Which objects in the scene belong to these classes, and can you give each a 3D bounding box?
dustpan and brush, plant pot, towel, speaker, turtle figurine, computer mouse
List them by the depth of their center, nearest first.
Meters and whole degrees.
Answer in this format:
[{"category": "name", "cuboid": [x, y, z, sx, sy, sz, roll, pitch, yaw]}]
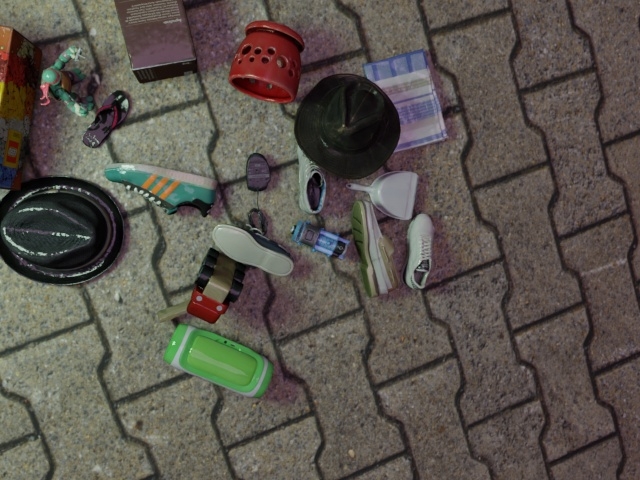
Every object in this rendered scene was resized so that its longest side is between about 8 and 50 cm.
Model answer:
[{"category": "turtle figurine", "cuboid": [-0.634, -0.396, 1.353, 0.118, 0.234, 0.176, -1, 95, -12]}, {"category": "plant pot", "cuboid": [-0.140, -0.488, 1.472, 0.191, 0.191, 0.174, 14, 89, -13]}, {"category": "speaker", "cuboid": [-0.288, 0.345, 1.547, 0.296, 0.131, 0.131, 26, 89, -13]}, {"category": "computer mouse", "cuboid": [-0.182, -0.134, 1.577, 0.071, 0.041, 0.242, -2, 102, -11]}, {"category": "towel", "cuboid": [0.258, -0.417, 1.641, 0.209, 0.034, 0.285, -17, 96, -8]}, {"category": "dustpan and brush", "cuboid": [0.182, -0.150, 1.643, 0.211, 0.060, 0.148, 9, 92, -19]}]

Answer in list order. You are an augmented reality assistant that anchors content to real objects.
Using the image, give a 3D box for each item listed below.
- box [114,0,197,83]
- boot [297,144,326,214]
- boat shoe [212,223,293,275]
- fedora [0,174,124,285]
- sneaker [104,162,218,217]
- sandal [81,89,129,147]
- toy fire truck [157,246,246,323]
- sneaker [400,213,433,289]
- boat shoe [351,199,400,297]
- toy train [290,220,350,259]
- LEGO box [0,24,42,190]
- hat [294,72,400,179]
[{"category": "box", "cuboid": [-0.427, -0.543, 1.417, 0.166, 0.168, 0.203, -14, 97, -11]}, {"category": "boot", "cuboid": [-0.014, -0.202, 1.555, 0.095, 0.123, 0.259, -2, 95, -12]}, {"category": "boat shoe", "cuboid": [-0.190, 0.016, 1.555, 0.254, 0.079, 0.095, 23, 111, -16]}, {"category": "fedora", "cuboid": [-0.696, -0.021, 1.416, 0.333, 0.152, 0.335, -1, 95, -11]}, {"category": "sneaker", "cuboid": [-0.439, -0.135, 1.482, 0.301, 0.108, 0.121, 10, 89, -14]}, {"category": "sandal", "cuboid": [-0.582, -0.328, 1.469, 0.067, 0.040, 0.179, 35, 87, -12]}, {"category": "toy fire truck", "cuboid": [-0.334, 0.160, 1.487, 0.158, 0.217, 0.246, 28, 103, -13]}, {"category": "sneaker", "cuboid": [0.312, 0.035, 1.660, 0.090, 0.095, 0.235, 6, 92, -11]}, {"category": "boat shoe", "cuboid": [0.166, 0.018, 1.626, 0.103, 0.113, 0.303, -14, 108, -11]}, {"category": "toy train", "cuboid": [0.000, 0.000, 1.586, 0.184, 0.105, 0.080, 23, 90, -12]}, {"category": "LEGO box", "cuboid": [-0.976, -0.347, 1.283, 0.499, 0.193, 0.373, 10, 91, -7]}, {"category": "hat", "cuboid": [0.096, -0.341, 1.503, 0.331, 0.134, 0.332, 3, 77, -14]}]
